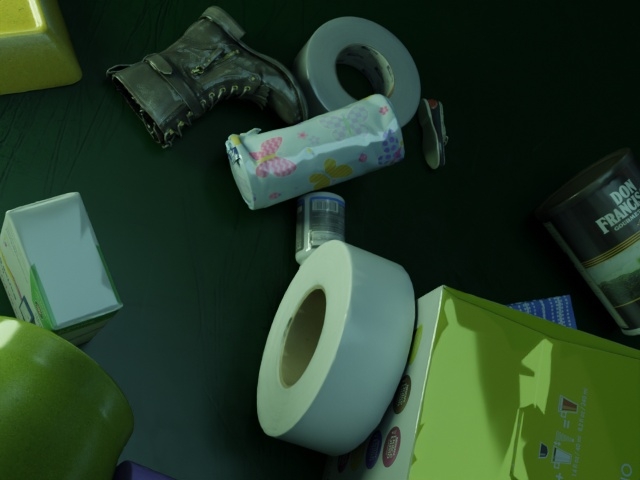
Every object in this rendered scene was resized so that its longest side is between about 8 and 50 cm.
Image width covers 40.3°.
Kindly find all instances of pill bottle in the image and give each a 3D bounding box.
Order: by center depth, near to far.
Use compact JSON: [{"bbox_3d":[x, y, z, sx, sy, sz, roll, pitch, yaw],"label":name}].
[{"bbox_3d":[0.000,0.000,1.365,0.078,0.078,0.137,10,69,-23],"label":"pill bottle"}]

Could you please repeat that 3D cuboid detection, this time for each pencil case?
[{"bbox_3d":[-0.008,-0.139,1.351,0.273,0.113,0.124,-17,53,-11],"label":"pencil case"}]

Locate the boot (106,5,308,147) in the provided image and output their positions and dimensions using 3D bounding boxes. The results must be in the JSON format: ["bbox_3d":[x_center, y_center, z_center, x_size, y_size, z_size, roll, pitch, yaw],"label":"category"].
[{"bbox_3d":[-0.173,-0.222,1.365,0.263,0.091,0.229,44,65,-2],"label":"boot"}]

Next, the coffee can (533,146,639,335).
[{"bbox_3d":[0.547,0.002,1.563,0.201,0.201,0.275,-38,92,-31],"label":"coffee can"}]

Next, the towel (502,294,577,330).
[{"bbox_3d":[0.326,0.225,1.471,0.336,0.040,0.243,-6,76,-28],"label":"towel"}]

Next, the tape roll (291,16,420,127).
[{"bbox_3d":[0.061,-0.269,1.494,0.219,0.072,0.219,8,69,-23],"label":"tape roll"}]

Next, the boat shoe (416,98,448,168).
[{"bbox_3d":[0.206,-0.191,1.554,0.043,0.049,0.137,3,67,-28],"label":"boat shoe"}]

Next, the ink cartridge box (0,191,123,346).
[{"bbox_3d":[-0.337,0.051,1.104,0.093,0.212,0.154,-20,83,-27],"label":"ink cartridge box"}]

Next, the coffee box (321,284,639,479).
[{"bbox_3d":[0.219,0.297,1.187,0.338,0.334,0.338,19,69,-12],"label":"coffee box"}]

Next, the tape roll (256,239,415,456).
[{"bbox_3d":[0.015,0.145,1.204,0.100,0.286,0.286,21,64,-18],"label":"tape roll"}]

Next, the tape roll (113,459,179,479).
[{"bbox_3d":[-0.237,0.397,0.994,0.090,0.275,0.275,28,62,-16],"label":"tape roll"}]

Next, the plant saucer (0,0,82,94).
[{"bbox_3d":[-0.536,-0.365,1.229,0.332,0.081,0.333,-16,79,-30],"label":"plant saucer"}]

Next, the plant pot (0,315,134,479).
[{"bbox_3d":[-0.390,0.284,0.947,0.366,0.366,0.353,38,48,-10],"label":"plant pot"}]
